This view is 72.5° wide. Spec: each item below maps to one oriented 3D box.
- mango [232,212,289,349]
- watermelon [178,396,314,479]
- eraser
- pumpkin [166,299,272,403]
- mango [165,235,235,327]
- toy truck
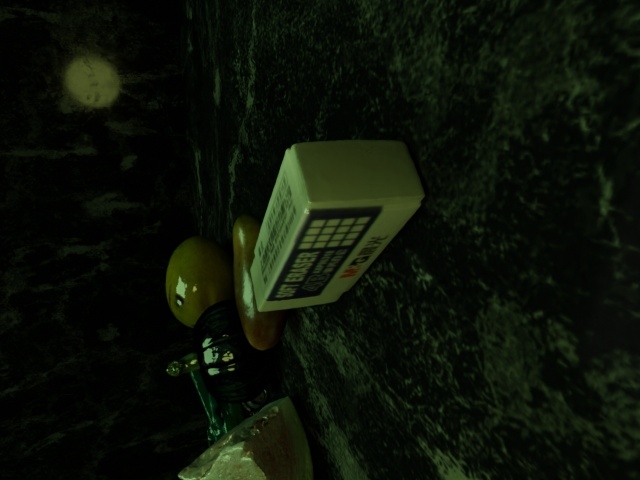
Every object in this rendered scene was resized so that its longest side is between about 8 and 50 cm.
[{"bbox_3d":[-0.114,0.078,0.845,0.133,0.111,0.267,147,115,-84],"label":"mango"},{"bbox_3d":[-0.118,0.435,0.839,0.193,0.232,0.310,-40,32,25],"label":"watermelon"},{"bbox_3d":[0.000,0.000,0.515,0.279,0.124,0.081,119,140,-57],"label":"eraser"},{"bbox_3d":[-0.239,0.270,1.043,0.248,0.248,0.247,174,90,-69],"label":"pumpkin"},{"bbox_3d":[-0.395,0.124,1.443,0.445,0.221,0.301,-148,52,-68],"label":"mango"},{"bbox_3d":[-0.224,0.490,1.163,0.176,0.178,0.363,109,145,-47],"label":"toy truck"}]
